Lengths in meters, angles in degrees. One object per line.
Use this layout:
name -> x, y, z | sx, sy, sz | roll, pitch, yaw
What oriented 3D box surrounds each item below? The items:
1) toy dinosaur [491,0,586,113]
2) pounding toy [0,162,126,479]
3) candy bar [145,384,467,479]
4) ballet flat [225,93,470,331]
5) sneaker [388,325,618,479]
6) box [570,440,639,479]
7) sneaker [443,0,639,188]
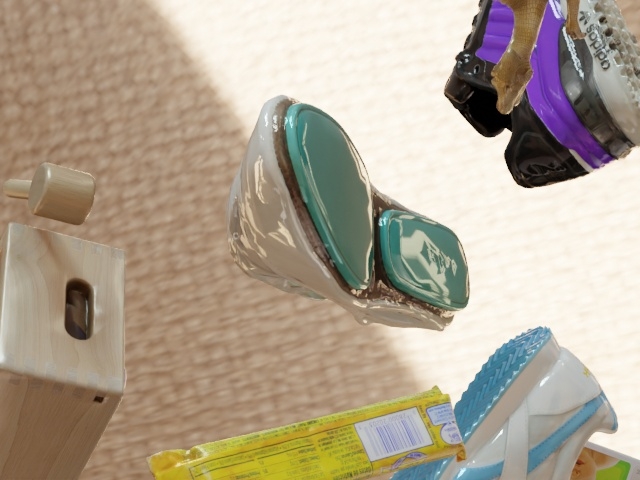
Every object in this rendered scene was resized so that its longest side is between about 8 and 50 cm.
toy dinosaur -> 0.099, -0.160, 0.994 | 0.092, 0.053, 0.183 | -20, 98, -40
pounding toy -> -0.166, 0.038, 1.280 | 0.094, 0.206, 0.181 | 15, 42, -18
candy bar -> 0.000, 0.096, 0.876 | 0.161, 0.018, 0.040 | -11, 69, -34
ballet flat -> 0.000, 0.000, 1.595 | 0.139, 0.400, 0.139 | -7, 72, 22
sneaker -> 0.105, 0.168, 1.311 | 0.092, 0.087, 0.229 | 44, 80, -12
box -> 0.263, 0.309, 1.738 | 0.262, 0.127, 0.231 | 22, 84, -21
sneaker -> 0.150, -0.157, 1.483 | 0.102, 0.146, 0.293 | 38, 29, -42
